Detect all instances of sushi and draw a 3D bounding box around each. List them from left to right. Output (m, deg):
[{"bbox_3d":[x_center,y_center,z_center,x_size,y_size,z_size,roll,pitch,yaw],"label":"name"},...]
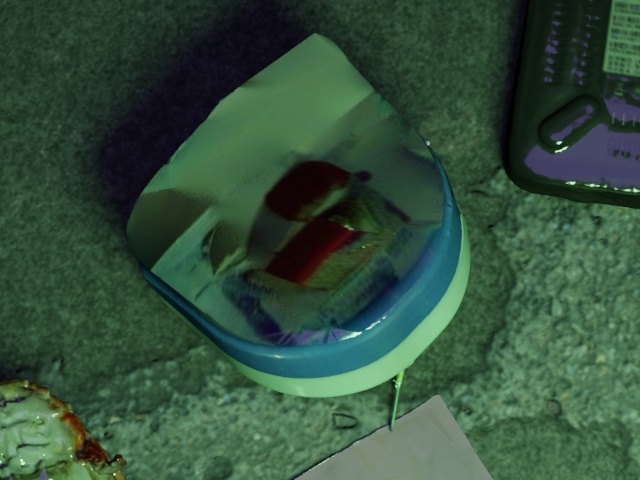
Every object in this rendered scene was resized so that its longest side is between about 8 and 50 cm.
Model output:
[{"bbox_3d":[-0.318,0.204,1.627,0.332,0.124,0.130,-11,61,1],"label":"sushi"}]

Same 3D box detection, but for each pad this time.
[{"bbox_3d":[0.054,0.227,1.658,0.187,0.006,0.113,-30,72,-8],"label":"pad"}]

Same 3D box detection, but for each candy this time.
[{"bbox_3d":[0.067,0.127,1.682,0.025,0.023,0.083,11,79,0],"label":"candy"}]

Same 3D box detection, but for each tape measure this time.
[{"bbox_3d":[-0.001,-0.001,1.654,0.262,0.138,0.259,41,80,22],"label":"tape measure"}]

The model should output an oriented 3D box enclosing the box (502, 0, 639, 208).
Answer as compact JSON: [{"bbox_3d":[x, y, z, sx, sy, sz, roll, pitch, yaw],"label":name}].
[{"bbox_3d":[0.325,-0.162,1.729,0.290,0.073,0.289,9,73,7],"label":"box"}]
